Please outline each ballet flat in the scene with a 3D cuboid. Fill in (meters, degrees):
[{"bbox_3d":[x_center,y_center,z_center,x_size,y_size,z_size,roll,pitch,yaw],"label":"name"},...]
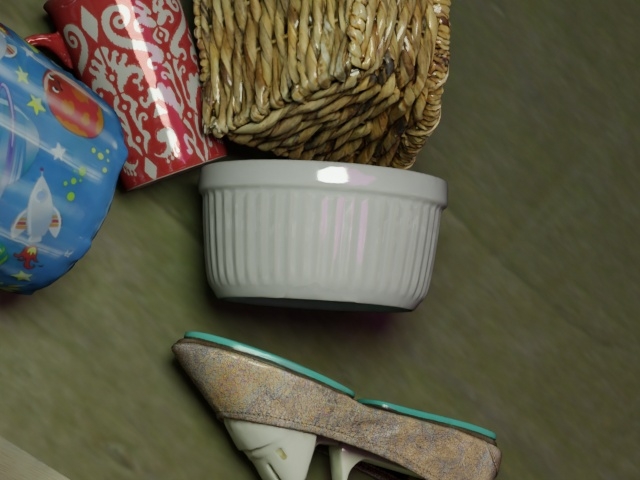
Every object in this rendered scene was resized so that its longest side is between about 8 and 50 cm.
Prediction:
[{"bbox_3d":[0.012,0.169,1.626,0.316,0.107,0.106,20,76,-20],"label":"ballet flat"}]

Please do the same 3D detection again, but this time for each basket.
[{"bbox_3d":[0.037,-0.223,1.626,0.223,0.213,0.299,16,60,-43],"label":"basket"}]

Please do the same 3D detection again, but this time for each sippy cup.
[{"bbox_3d":[-0.279,-0.073,1.480,0.224,0.305,0.240,28,25,-29],"label":"sippy cup"}]

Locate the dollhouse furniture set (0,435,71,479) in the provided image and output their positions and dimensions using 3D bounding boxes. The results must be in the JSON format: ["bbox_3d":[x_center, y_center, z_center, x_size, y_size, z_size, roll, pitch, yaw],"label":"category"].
[{"bbox_3d":[-0.264,0.273,1.432,0.242,0.161,0.212,-53,128,-13],"label":"dollhouse furniture set"}]

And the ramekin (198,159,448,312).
[{"bbox_3d":[0.000,0.000,1.606,0.207,0.207,0.109,5,84,-26],"label":"ramekin"}]

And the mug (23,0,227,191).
[{"bbox_3d":[-0.163,-0.128,1.624,0.169,0.150,0.113,69,21,-2],"label":"mug"}]
